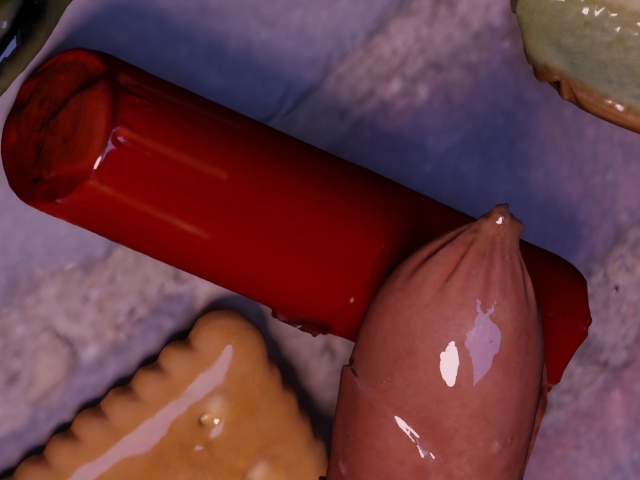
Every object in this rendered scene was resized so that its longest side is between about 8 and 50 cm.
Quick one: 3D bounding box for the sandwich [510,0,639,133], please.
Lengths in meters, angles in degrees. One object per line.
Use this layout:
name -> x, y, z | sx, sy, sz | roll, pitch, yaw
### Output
sandwich -> 0.234, -0.093, 0.844 | 0.227, 0.198, 0.155 | 11, 101, -39

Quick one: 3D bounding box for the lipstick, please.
lipstick -> -0.001, -0.001, 0.793 | 0.279, 0.073, 0.073 | 23, 93, -40

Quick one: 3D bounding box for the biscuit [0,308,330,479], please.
biscuit -> -0.093, 0.156, 0.812 | 0.249, 0.030, 0.160 | -40, 126, -17

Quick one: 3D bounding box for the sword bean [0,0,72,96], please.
sword bean -> -0.062, -0.135, 0.717 | 0.269, 0.038, 0.043 | -48, 123, -13

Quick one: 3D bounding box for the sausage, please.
sausage -> 0.036, 0.172, 0.844 | 0.088, 0.088, 0.433 | -16, 128, -31
